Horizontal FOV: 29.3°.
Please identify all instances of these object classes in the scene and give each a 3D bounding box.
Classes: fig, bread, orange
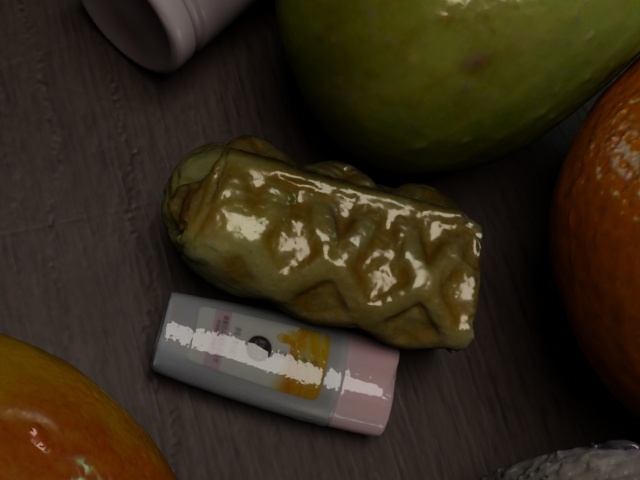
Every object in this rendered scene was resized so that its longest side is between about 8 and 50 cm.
[{"bbox_3d":[0.130,-0.190,1.021,0.326,0.258,0.258,-10,70,16],"label":"fig"},{"bbox_3d":[0.000,0.000,1.007,0.267,0.130,0.152,16,26,-8],"label":"bread"},{"bbox_3d":[0.391,-0.003,0.973,0.424,0.424,0.326,-51,127,-24],"label":"orange"}]

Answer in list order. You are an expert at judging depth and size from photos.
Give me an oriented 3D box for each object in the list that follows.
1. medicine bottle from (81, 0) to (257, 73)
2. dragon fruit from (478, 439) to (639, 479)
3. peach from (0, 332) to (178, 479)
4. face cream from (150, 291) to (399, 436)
[{"bbox_3d":[-0.088,-0.270,1.084,0.133,0.133,0.250,43,67,4],"label":"medicine bottle"},{"bbox_3d":[0.251,0.289,0.920,0.282,0.221,0.204,19,61,-10],"label":"dragon fruit"},{"bbox_3d":[-0.218,0.207,0.796,0.307,0.289,0.289,20,66,0],"label":"peach"},{"bbox_3d":[-0.035,0.099,1.000,0.198,0.057,0.084,15,66,-8],"label":"face cream"}]
